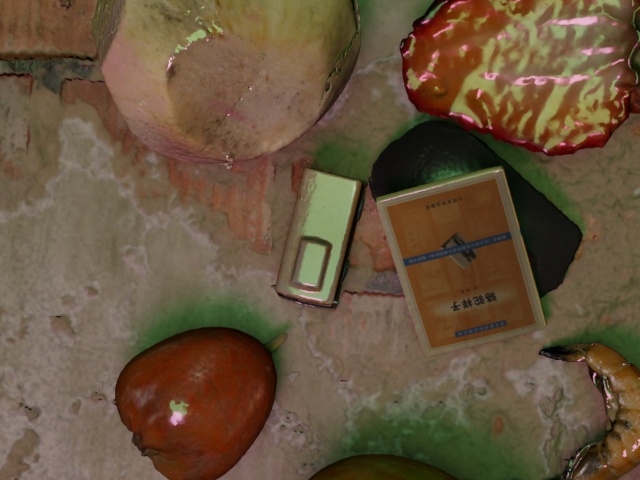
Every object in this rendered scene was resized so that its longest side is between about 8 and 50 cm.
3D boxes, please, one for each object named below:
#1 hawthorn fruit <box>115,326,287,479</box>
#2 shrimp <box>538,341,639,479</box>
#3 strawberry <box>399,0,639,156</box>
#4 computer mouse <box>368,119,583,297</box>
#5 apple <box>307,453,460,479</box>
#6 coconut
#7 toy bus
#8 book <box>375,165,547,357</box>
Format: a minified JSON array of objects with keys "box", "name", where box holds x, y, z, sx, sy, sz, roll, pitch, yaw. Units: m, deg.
[{"box":[-0.142,0.193,1.792,0.251,0.199,0.199,-40,86,-20],"name":"hawthorn fruit"},{"box":[0.326,0.245,1.806,0.262,0.051,0.198,-53,57,28],"name":"shrimp"},{"box":[0.276,-0.242,1.780,0.336,0.149,0.265,-5,96,15],"name":"strawberry"},{"box":[0.202,-0.032,1.802,0.295,0.087,0.168,39,96,2],"name":"computer mouse"},{"box":[0.089,0.434,1.690,0.340,0.339,0.339,0,90,5],"name":"apple"},{"box":[-0.123,-0.275,1.736,0.353,0.352,0.352,0,90,5],"name":"coconut"},{"box":[0.000,0.000,1.811,0.091,0.103,0.182,14,91,5],"name":"toy bus"},{"box":[0.183,0.031,1.778,0.170,0.018,0.241,-15,115,11],"name":"book"}]
